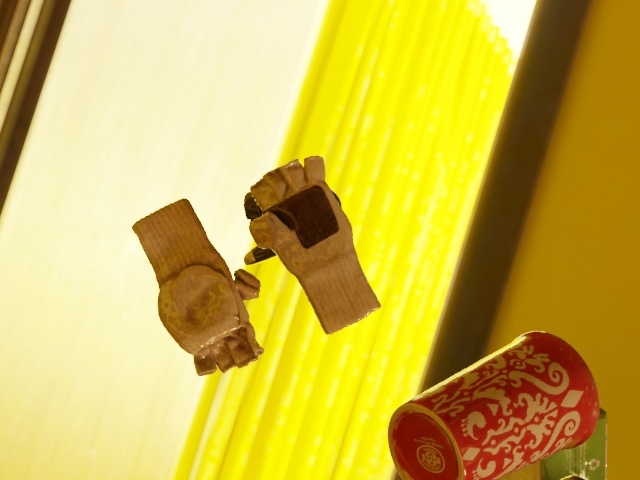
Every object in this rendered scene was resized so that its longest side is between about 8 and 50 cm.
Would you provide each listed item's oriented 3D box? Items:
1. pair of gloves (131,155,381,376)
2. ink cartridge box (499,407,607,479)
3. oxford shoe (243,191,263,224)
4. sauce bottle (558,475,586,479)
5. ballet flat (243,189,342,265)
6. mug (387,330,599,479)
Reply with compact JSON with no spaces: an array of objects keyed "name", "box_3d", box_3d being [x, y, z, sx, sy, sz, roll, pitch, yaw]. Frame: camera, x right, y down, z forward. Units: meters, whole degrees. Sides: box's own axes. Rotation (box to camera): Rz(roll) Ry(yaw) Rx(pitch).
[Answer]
[{"name":"pair of gloves","box_3d":[-0.072,0.029,1.456,0.240,0.204,0.042,-19,-8,-7]},{"name":"ink cartridge box","box_3d":[0.281,0.312,1.672,0.097,0.255,0.189,-9,17,-15]},{"name":"oxford shoe","box_3d":[0.000,0.000,1.751,0.096,0.083,0.227,-22,-42,26]},{"name":"sauce bottle","box_3d":[0.339,0.345,1.179,0.344,0.111,0.111,33,7,37]},{"name":"ballet flat","box_3d":[-0.044,-0.018,1.932,0.049,0.173,0.057,56,8,2]},{"name":"mug","box_3d":[0.142,0.168,1.162,0.169,0.113,0.150,-19,-17,-39]}]
